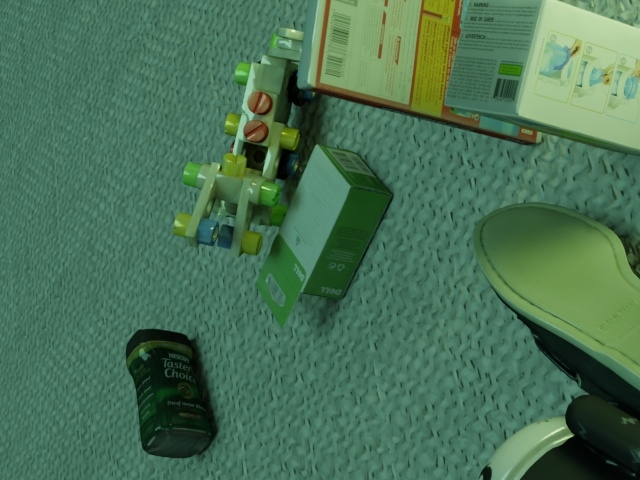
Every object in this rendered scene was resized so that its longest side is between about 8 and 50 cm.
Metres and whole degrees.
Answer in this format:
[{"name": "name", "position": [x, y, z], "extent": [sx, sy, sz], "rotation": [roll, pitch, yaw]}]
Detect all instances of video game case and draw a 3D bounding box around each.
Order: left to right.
[{"name": "video game case", "position": [0.115, -0.219, 1.328], "extent": [0.025, 0.285, 0.204], "rotation": [1, 81, 58]}]

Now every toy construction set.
[{"name": "toy construction set", "position": [-0.071, -0.142, 1.696], "extent": [0.327, 0.151, 0.215], "rotation": [-63, -10, 8]}]

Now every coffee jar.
[{"name": "coffee jar", "position": [-0.217, 0.211, 1.907], "extent": [0.079, 0.096, 0.184], "rotation": [-50, 43, 34]}]

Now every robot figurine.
[{"name": "robot figurine", "position": [0.240, 0.255, 1.097], "extent": [0.209, 0.173, 0.278], "rotation": [-57, 35, 3]}]

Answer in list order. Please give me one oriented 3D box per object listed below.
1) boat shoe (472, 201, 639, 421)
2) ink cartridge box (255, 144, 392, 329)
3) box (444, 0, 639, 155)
[{"name": "boat shoe", "position": [0.252, 0.079, 1.196], "extent": [0.340, 0.127, 0.113], "rotation": [37, 151, 48]}, {"name": "ink cartridge box", "position": [0.000, 0.000, 1.657], "extent": [0.209, 0.062, 0.109], "rotation": [-65, 34, 22]}, {"name": "box", "position": [0.230, -0.143, 1.201], "extent": [0.114, 0.203, 0.103], "rotation": [20, 98, 60]}]
